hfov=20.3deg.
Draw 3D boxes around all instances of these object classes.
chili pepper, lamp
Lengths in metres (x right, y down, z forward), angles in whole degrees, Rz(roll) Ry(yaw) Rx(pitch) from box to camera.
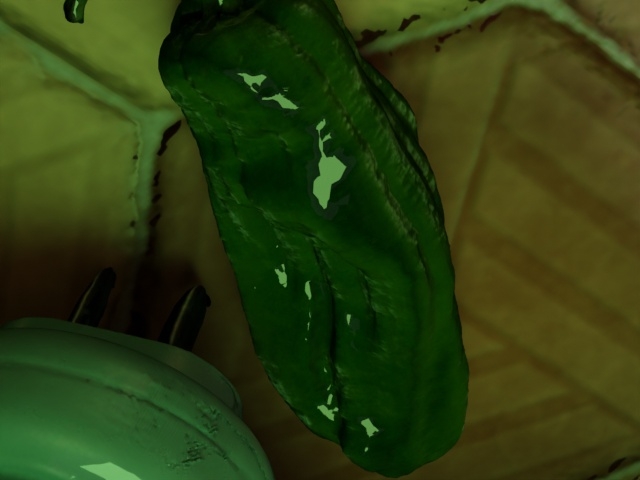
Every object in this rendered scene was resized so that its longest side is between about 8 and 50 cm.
[{"bbox_3d":[0.000,-0.004,0.645,0.100,0.074,0.257,14,136,37],"label":"chili pepper"},{"bbox_3d":[-0.088,0.146,0.687,0.209,0.147,0.284,11,121,8],"label":"lamp"}]
